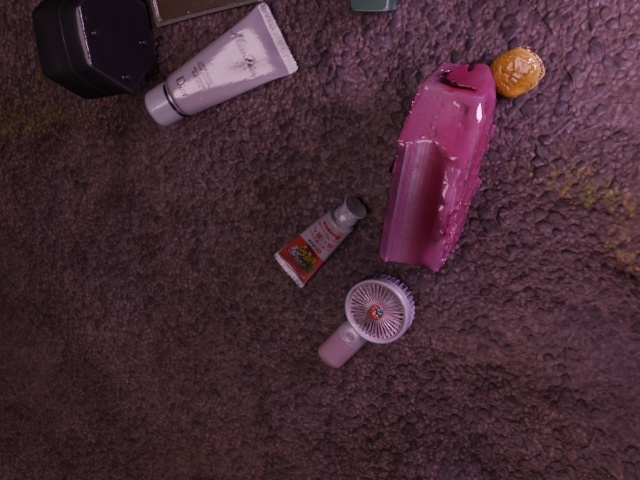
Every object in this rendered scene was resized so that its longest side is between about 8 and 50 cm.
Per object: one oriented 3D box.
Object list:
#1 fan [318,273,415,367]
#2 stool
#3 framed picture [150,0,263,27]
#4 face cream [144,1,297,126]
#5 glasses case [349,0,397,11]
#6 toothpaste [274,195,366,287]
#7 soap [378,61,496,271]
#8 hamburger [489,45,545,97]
[{"bbox_3d":[0.081,0.165,1.512,0.130,0.074,0.244,46,121,8],"label":"fan"},{"bbox_3d":[-0.441,-0.400,1.541,0.141,0.232,0.232,-3,103,27],"label":"stool"},{"bbox_3d":[-0.238,-0.528,1.502,0.260,0.023,0.189,-5,103,29],"label":"framed picture"},{"bbox_3d":[-0.201,-0.324,1.520,0.314,0.089,0.143,-25,93,21],"label":"face cream"},{"bbox_3d":[0.092,-0.486,1.328,0.078,0.039,0.184,9,109,25],"label":"glasses case"},{"bbox_3d":[0.000,0.000,1.524,0.089,0.057,0.234,50,129,5],"label":"toothpaste"},{"bbox_3d":[0.198,-0.127,1.275,0.127,0.220,0.324,19,121,15],"label":"soap"},{"bbox_3d":[0.318,-0.274,1.270,0.083,0.044,0.076,-41,83,34],"label":"hamburger"}]
